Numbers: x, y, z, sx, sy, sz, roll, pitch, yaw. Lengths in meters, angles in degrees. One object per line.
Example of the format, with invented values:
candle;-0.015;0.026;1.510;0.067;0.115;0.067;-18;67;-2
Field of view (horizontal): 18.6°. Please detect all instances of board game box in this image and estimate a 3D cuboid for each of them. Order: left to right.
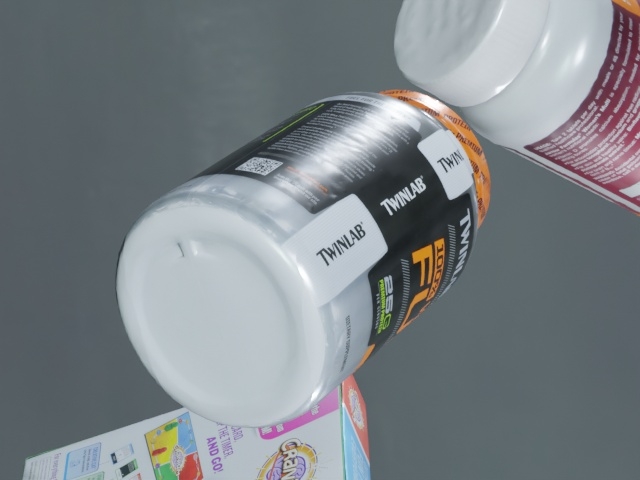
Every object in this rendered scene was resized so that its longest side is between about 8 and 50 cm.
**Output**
board game box;-0.113;0.236;1.680;0.242;0.316;0.064;-91;160;-59

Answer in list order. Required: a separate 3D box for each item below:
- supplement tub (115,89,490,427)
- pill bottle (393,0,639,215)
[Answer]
supplement tub;0.000;0.000;0.926;0.190;0.117;0.117;-37;116;-51
pill bottle;0.160;-0.100;1.200;0.221;0.121;0.121;24;63;-33
